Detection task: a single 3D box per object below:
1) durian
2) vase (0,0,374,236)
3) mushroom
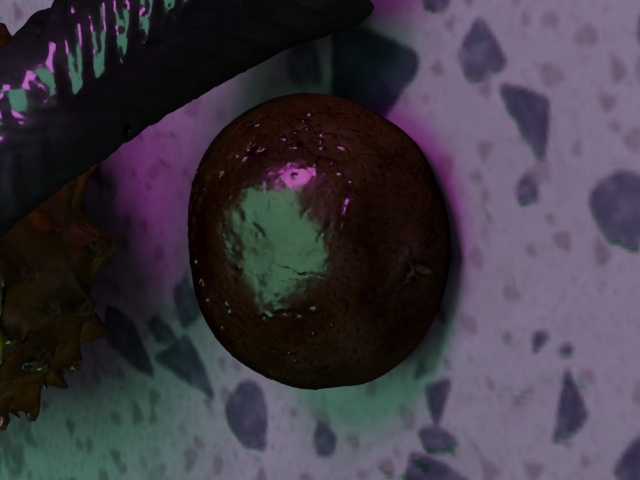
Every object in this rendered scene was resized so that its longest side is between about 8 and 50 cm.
[{"bbox_3d":[-0.187,0.017,0.922,0.341,0.112,0.191,-34,80,53],"label":"durian"},{"bbox_3d":[-0.103,-0.061,0.722,0.237,0.115,0.115,-39,60,0],"label":"vase"},{"bbox_3d":[0.000,0.000,0.740,0.127,0.087,0.127,5,103,23],"label":"mushroom"}]
